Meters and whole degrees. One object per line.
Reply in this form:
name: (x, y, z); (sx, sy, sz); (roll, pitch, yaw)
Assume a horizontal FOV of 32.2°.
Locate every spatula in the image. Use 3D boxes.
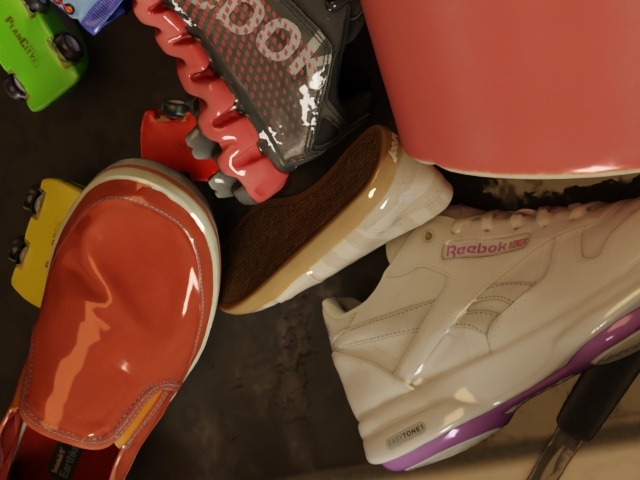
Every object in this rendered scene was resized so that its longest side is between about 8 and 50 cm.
spatula: (0.152, 0.147, 0.730); (0.084, 0.030, 0.296); (30, 107, 12)

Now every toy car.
toy car: (-0.166, -0.092, 0.789); (0.239, 0.053, 0.225); (-32, 93, 21)

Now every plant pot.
plant pot: (0.131, -0.172, 0.580); (0.275, 0.275, 0.243); (0, 107, 20)

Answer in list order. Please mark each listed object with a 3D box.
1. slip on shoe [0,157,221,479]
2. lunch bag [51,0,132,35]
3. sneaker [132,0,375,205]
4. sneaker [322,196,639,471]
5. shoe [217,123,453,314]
slip on shoe: (-0.156, 0.096, 0.767); (0.123, 0.101, 0.331); (23, 116, -5)
lunch bag: (-0.125, -0.315, 0.682); (0.221, 0.138, 0.293); (40, 105, -11)
sneaker: (-0.050, -0.151, 0.632); (0.135, 0.097, 0.276); (-24, 125, 7)
sneaker: (0.118, 0.019, 0.666); (0.305, 0.114, 0.152); (-35, 69, 27)
shoe: (0.000, 0.000, 0.720); (0.219, 0.058, 0.076); (-34, 44, 48)
